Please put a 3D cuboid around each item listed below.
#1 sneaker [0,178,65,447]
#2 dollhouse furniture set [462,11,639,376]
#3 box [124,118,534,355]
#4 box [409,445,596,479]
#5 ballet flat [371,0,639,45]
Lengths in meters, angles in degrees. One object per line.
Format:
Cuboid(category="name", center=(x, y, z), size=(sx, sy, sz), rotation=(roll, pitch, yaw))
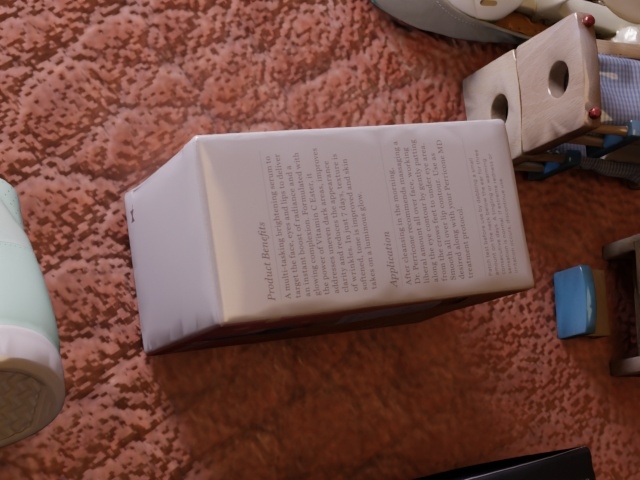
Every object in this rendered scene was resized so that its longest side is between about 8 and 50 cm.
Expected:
Cuboid(category="sneaker", center=(-0.250, 0.044, 0.624), size=(0.256, 0.094, 0.151), rotation=(-12, 48, -6))
Cuboid(category="dollhouse furniture set", center=(0.175, -0.019, 0.782), size=(0.129, 0.129, 0.184), rotation=(2, 78, -23))
Cuboid(category="box", center=(0.000, 0.000, 0.702), size=(0.170, 0.130, 0.091), rotation=(-6, 82, -24))
Cuboid(category="box", center=(0.034, 0.214, 0.650), size=(0.261, 0.103, 0.184), rotation=(-4, 77, -42))
Cuboid(category="ballet flat", center=(0.129, -0.152, 0.825), size=(0.213, 0.068, 0.072), rotation=(13, 74, -20))
